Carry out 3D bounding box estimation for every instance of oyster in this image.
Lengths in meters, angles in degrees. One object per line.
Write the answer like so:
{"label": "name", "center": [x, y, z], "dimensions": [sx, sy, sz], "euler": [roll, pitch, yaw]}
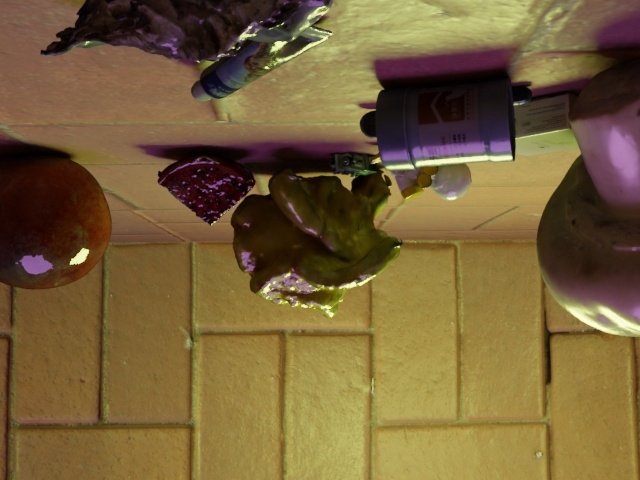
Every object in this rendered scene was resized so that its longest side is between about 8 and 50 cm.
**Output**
{"label": "oyster", "center": [-0.110, -0.171, 0.663], "dimensions": [0.199, 0.087, 0.252], "euler": [-9, -174, -22]}

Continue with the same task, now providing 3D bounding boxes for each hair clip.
{"label": "hair clip", "center": [0.160, -0.163, 1.096], "dimensions": [0.229, 0.039, 0.070], "euler": [-6, 171, 40]}

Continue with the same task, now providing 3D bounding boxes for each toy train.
{"label": "toy train", "center": [0.055, -0.131, 1.477], "dimensions": [0.083, 0.033, 0.053], "euler": [5, 168, -45]}

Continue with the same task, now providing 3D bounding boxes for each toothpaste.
{"label": "toothpaste", "center": [-0.073, -0.181, 0.868], "dimensions": [0.062, 0.037, 0.216], "euler": [5, 168, -37]}

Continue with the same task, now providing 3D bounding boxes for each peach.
{"label": "peach", "center": [-0.486, -0.032, 1.441], "dimensions": [0.252, 0.252, 0.252], "euler": [-1, 175, 0]}

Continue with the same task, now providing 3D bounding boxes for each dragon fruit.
{"label": "dragon fruit", "center": [-0.194, -0.114, 1.468], "dimensions": [0.127, 0.120, 0.161], "euler": [-41, -160, 7]}

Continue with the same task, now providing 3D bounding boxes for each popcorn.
{"label": "popcorn", "center": [-0.006, 0.005, 1.558], "dimensions": [0.325, 0.290, 0.321], "euler": [23, -163, 25]}

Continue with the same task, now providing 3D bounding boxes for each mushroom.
{"label": "mushroom", "center": [0.385, -0.061, 1.008], "dimensions": [0.314, 0.314, 0.336], "euler": [-4, 135, 37]}

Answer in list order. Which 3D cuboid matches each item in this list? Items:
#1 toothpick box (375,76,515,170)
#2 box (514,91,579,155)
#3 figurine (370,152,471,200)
{"label": "toothpick box", "center": [0.150, -0.138, 1.017], "dimensions": [0.153, 0.101, 0.101], "euler": [-4, 174, 18]}
{"label": "box", "center": [0.302, -0.153, 1.144], "dimensions": [0.130, 0.051, 0.129], "euler": [-5, 173, 42]}
{"label": "figurine", "center": [0.179, -0.120, 1.397], "dimensions": [0.178, 0.109, 0.129], "euler": [3, -160, -43]}
